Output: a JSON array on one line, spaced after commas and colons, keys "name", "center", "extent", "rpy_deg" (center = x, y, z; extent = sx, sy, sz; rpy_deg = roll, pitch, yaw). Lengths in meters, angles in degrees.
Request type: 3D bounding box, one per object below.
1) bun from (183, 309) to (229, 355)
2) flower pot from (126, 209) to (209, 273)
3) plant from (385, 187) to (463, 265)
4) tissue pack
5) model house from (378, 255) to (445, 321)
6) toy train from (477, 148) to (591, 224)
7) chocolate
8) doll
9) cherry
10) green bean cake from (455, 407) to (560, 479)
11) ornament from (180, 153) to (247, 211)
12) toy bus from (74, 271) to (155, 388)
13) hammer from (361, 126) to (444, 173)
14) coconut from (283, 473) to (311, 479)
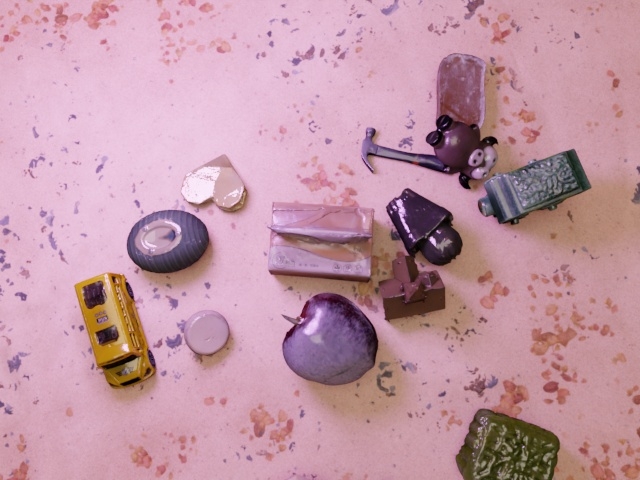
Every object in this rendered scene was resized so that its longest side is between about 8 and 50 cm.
[{"name": "bun", "center": [-0.343, 0.265, 1.765], "extent": [0.138, 0.094, 0.138], "rpy_deg": [-8, 110, -24]}, {"name": "flower pot", "center": [-0.458, 0.002, 1.781], "extent": [0.242, 0.157, 0.189], "rpy_deg": [-14, 82, 2]}, {"name": "plant", "center": [0.308, -0.035, 1.759], "extent": [0.164, 0.142, 0.256], "rpy_deg": [-37, 70, -4]}, {"name": "tissue pack", "center": [0.000, 0.000, 1.724], "extent": [0.305, 0.238, 0.239], "rpy_deg": [5, 81, 4]}, {"name": "model house", "center": [0.257, 0.126, 1.678], "extent": [0.180, 0.248, 0.176], "rpy_deg": [-11, 80, 0]}, {"name": "toy train", "center": [0.606, -0.153, 1.712], "extent": [0.299, 0.238, 0.167], "rpy_deg": [-22, 83, 0]}, {"name": "chocolate", "center": [0.426, -0.447, 1.850], "extent": [0.156, 0.080, 0.254], "rpy_deg": [6, 82, -11]}, {"name": "doll", "center": [0.429, -0.269, 1.768], "extent": [0.257, 0.117, 0.182], "rpy_deg": [32, 95, -26]}, {"name": "cherry", "center": [0.019, 0.280, 1.679], "extent": [0.296, 0.218, 0.255], "rpy_deg": [30, 77, 2]}, {"name": "green bean cake", "center": [0.515, 0.599, 1.647], "extent": [0.248, 0.125, 0.222], "rpy_deg": [20, 82, 6]}, {"name": "ornament", "center": [-0.326, -0.188, 1.858], "extent": [0.201, 0.059, 0.180], "rpy_deg": [11, 78, 7]}, {"name": "toy bus", "center": [-0.608, 0.267, 1.747], "extent": [0.145, 0.151, 0.331], "rpy_deg": [-21, 79, -3]}, {"name": "hammer", "center": [0.266, -0.254, 1.846], "extent": [0.289, 0.037, 0.137], "rpy_deg": [15, 81, 5]}, {"name": "coconut", "center": [-0.060, 0.748, 1.618], "extent": [0.221, 0.202, 0.202], "rpy_deg": [-24, 80, 2]}]
